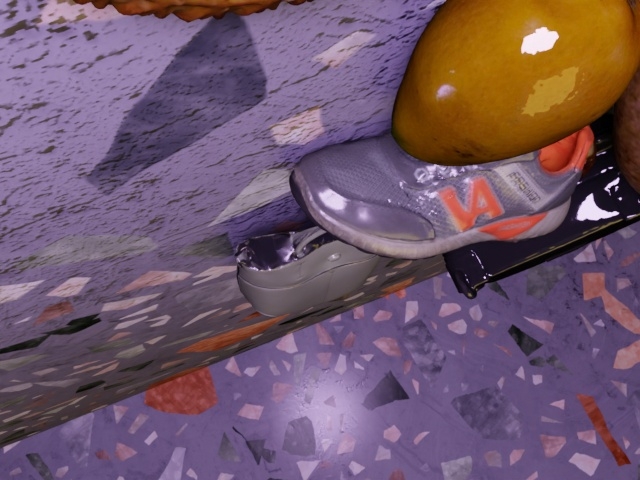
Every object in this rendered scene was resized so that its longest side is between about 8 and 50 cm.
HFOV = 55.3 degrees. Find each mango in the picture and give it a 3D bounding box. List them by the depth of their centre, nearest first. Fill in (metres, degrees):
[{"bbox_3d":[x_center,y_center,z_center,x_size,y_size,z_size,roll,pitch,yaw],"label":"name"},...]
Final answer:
[{"bbox_3d":[0.133,-0.119,0.445,0.152,0.120,0.221,-17,174,-8],"label":"mango"}]

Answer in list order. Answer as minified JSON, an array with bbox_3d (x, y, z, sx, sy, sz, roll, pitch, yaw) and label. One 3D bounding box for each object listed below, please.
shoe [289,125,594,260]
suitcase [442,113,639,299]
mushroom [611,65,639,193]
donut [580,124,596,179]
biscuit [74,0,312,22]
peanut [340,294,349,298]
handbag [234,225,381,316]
[{"bbox_3d":[0.142,-0.085,0.603,0.337,0.132,0.171,-3,139,-24],"label":"shoe"},{"bbox_3d":[0.381,-0.045,1.028,0.345,0.188,0.339,-29,165,24],"label":"suitcase"},{"bbox_3d":[0.411,-0.091,0.500,0.356,0.331,0.334,-57,166,-33],"label":"mushroom"},{"bbox_3d":[0.272,-0.104,0.799,0.184,0.073,0.166,-22,155,21],"label":"donut"},{"bbox_3d":[-0.001,-0.166,0.183,0.305,0.038,0.305,-21,168,-5],"label":"biscuit"},{"bbox_3d":[0.032,0.066,1.141,0.093,0.083,0.194,-7,167,-6],"label":"peanut"},{"bbox_3d":[0.000,0.000,0.790,0.241,0.109,0.315,-20,163,-15],"label":"handbag"}]
